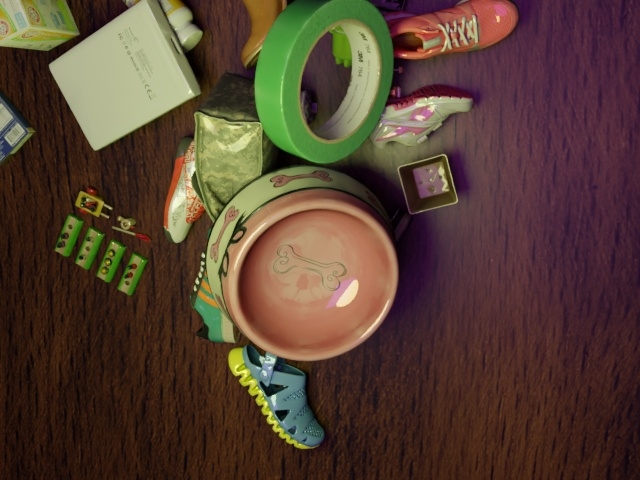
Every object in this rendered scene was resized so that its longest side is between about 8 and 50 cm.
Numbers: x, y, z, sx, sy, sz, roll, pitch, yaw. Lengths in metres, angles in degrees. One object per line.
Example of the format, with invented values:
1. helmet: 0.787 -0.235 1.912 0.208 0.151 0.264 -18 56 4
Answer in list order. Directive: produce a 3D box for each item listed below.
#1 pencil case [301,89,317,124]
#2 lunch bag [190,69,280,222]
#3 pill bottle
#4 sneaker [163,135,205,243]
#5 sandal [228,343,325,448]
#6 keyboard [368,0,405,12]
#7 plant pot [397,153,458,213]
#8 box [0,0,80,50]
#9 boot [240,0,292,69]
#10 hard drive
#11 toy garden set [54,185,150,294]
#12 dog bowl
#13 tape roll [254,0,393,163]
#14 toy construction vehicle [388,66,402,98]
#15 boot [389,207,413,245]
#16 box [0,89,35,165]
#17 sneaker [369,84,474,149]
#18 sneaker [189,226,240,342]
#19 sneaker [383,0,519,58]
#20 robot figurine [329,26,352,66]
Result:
1. pencil case: -0.118 -0.302 1.615 0.205 0.088 0.087 3 91 14
2. lunch bag: -0.174 -0.184 1.509 0.168 0.235 0.287 9 126 5
3. pill bottle: -0.361 -0.524 1.622 0.103 0.103 0.184 -43 89 17
4. sneaker: -0.285 -0.107 1.692 0.144 0.090 0.270 15 101 13
5. sandal: -0.087 0.370 1.726 0.138 0.126 0.317 -37 92 13
6. keyboard: 0.202 -0.648 1.502 0.201 0.033 0.318 20 106 14
7. plant pot: 0.241 -0.129 1.559 0.109 0.096 0.109 -14 97 15
8. box: -0.680 -0.522 1.646 0.103 0.203 0.114 -20 96 16
9. boot: -0.152 -0.548 1.562 0.220 0.109 0.284 36 105 3
10. hard drive: -0.463 -0.381 1.646 0.352 0.047 0.233 -20 102 31
11. toy garden set: -0.555 -0.001 1.799 0.244 0.049 0.204 30 106 6
12. dog bowl: -0.022 0.061 1.410 0.407 0.150 0.408 -4 109 -12
13. tape roll: 0.015 -0.313 1.364 0.077 0.321 0.322 25 108 38
14. toy construction vehicle: 0.133 -0.352 1.573 0.098 0.035 0.086 7 102 12
15. boot: 0.000 0.000 1.624 0.284 0.138 0.377 44 115 2
16. box: -0.857 -0.323 1.815 0.136 0.036 0.225 -40 91 17
17. sneaker: 0.213 -0.268 1.543 0.252 0.103 0.111 -10 115 11
18. sneaker: -0.269 0.109 1.722 0.120 0.108 0.303 0 102 9
19. sneaker: 0.256 -0.424 1.465 0.313 0.136 0.116 -6 121 17
20. robot figurine: 0.060 -0.444 1.545 0.101 0.067 0.115 30 135 35
